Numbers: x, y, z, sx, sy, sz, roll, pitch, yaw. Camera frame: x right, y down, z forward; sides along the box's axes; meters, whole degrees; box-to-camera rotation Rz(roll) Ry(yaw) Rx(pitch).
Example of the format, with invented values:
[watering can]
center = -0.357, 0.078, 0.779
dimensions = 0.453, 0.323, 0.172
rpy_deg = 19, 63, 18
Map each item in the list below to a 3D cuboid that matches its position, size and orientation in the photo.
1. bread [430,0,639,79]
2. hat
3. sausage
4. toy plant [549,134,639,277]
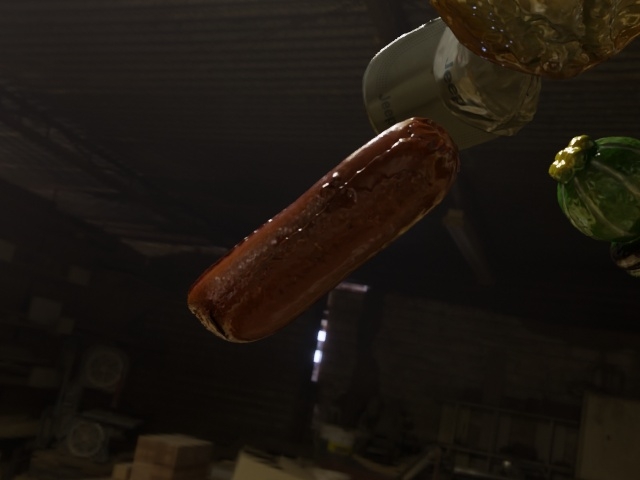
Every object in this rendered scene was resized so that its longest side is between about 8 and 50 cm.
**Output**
[bread]
center = 0.178, -0.213, 0.597
dimensions = 0.262, 0.162, 0.204
rpy_deg = 3, -6, 24
[hat]
center = 0.190, -0.226, 1.150
dimensions = 0.245, 0.214, 0.149
rpy_deg = -26, 3, 1
[sausage]
center = 0.000, 0.000, 0.794
dimensions = 0.330, 0.102, 0.102
rpy_deg = -38, -31, 17
[toy plant]
center = 0.264, -0.024, 0.650
dimensions = 0.162, 0.092, 0.093
rpy_deg = 37, -15, -6
